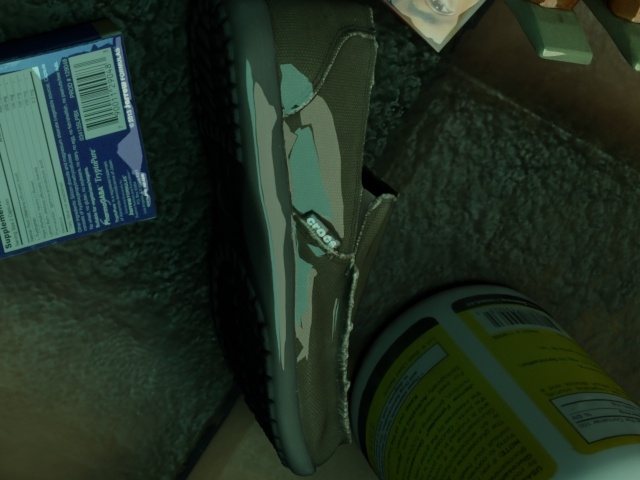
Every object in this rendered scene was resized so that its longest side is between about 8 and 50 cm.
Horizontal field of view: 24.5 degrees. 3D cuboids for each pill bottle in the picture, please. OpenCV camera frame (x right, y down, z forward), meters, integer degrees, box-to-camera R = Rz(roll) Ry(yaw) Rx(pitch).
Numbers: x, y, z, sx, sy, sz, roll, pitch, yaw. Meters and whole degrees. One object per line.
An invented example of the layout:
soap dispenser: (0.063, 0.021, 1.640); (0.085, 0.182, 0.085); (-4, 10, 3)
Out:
pill bottle: (0.165, 0.187, 1.052); (0.188, 0.334, 0.188); (-11, 121, -18)

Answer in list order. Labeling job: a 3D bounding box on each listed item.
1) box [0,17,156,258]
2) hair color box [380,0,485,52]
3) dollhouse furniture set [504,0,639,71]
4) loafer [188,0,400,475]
box: (-0.224, -0.048, 0.926); (0.225, 0.036, 0.136); (-17, 123, -17)
hair color box: (0.096, -0.219, 0.965); (0.167, 0.053, 0.093); (-48, 126, 8)
dollhouse furniture set: (0.164, -0.251, 0.866); (0.259, 0.135, 0.262); (3, 131, -30)
loafer: (0.000, 0.000, 0.994); (0.130, 0.134, 0.366); (-13, 122, -17)
